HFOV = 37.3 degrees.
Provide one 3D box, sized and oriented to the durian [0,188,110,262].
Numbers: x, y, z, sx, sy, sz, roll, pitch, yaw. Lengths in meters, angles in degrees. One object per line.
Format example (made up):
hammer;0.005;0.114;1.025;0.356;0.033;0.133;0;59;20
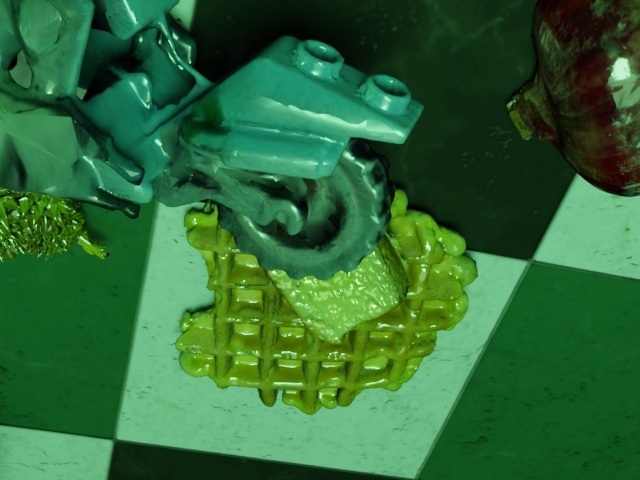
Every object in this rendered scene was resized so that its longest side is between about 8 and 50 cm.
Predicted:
durian;-0.267;-0.027;0.784;0.208;0.102;0.146;35;115;-31

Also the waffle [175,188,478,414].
waffle;-0.008;0.053;0.885;0.282;0.058;0.300;22;126;-18

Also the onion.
onion;0.225;-0.107;0.732;0.151;0.098;0.206;-22;128;14

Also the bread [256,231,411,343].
bread;0.000;0.000;0.768;0.103;0.065;0.187;-18;119;17

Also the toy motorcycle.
toy motorcycle;-0.125;-0.136;0.623;0.416;0.172;0.232;29;125;5
